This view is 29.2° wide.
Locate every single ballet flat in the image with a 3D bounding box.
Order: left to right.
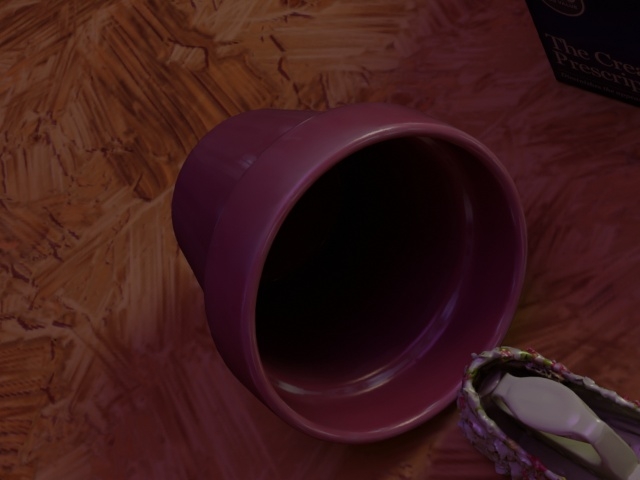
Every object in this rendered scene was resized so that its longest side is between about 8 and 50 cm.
[{"bbox_3d":[0.170,0.128,0.675,0.241,0.077,0.091,23,70,34],"label":"ballet flat"}]

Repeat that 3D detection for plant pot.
[{"bbox_3d":[0.000,0.000,0.777,0.201,0.201,0.180,-45,36,-8],"label":"plant pot"}]

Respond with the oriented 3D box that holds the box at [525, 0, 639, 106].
[{"bbox_3d":[0.256,-0.150,0.748,0.261,0.184,0.103,25,71,35],"label":"box"}]
